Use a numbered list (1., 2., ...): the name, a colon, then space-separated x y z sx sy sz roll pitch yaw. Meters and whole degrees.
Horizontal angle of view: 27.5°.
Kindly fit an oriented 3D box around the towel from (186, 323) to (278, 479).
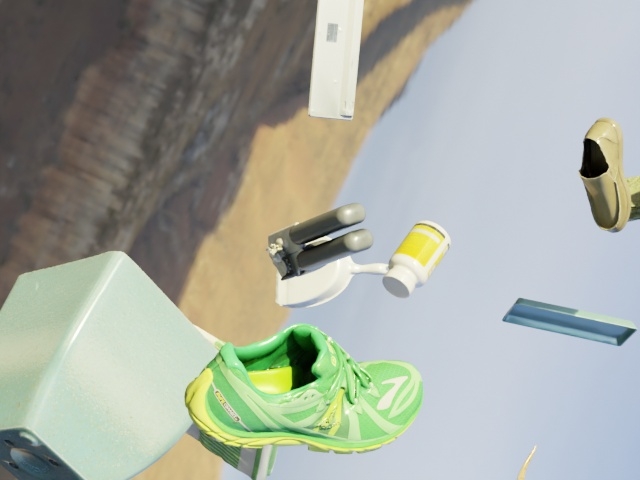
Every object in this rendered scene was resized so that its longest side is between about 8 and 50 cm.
1. towel: -0.195 0.205 1.955 0.038 0.325 0.248 -45 157 -41

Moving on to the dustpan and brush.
1. dustpan and brush: 0.028 0.052 2.403 0.060 0.211 0.147 35 55 -65

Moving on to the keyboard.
1. keyboard: 0.026 -0.310 1.958 0.014 0.072 0.256 -159 -106 -75

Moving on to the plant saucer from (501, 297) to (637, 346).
1. plant saucer: 0.373 0.121 1.959 0.067 0.192 0.018 114 -15 -60

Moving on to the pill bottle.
1. pill bottle: 0.141 0.030 1.952 0.116 0.065 0.065 -52 177 -32

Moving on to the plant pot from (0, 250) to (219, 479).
1. plant pot: -0.319 0.202 1.743 0.247 0.248 0.252 -13 -143 42

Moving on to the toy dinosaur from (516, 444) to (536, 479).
1. toy dinosaur: 0.320 0.426 2.019 0.064 0.112 0.211 -63 -141 42

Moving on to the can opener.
1. can opener: 0.000 0.000 1.851 0.280 0.093 0.074 -24 -96 65

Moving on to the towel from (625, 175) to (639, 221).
1. towel: 0.446 -0.060 1.715 0.148 0.027 0.110 -12 -157 30

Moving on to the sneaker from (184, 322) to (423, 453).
1. sneaker: 0.002 0.158 1.406 0.109 0.295 0.123 58 -47 38

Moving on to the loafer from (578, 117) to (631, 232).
1. loafer: 0.346 -0.077 1.614 0.056 0.050 0.148 10 -63 51
